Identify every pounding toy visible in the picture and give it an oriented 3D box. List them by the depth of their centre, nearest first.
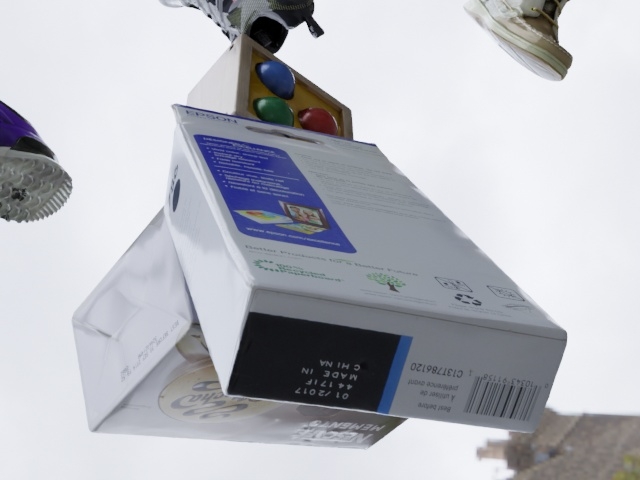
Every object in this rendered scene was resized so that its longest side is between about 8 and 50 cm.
[{"bbox_3d":[-0.020,-0.101,0.969,0.181,0.094,0.206,32,-148,-25],"label":"pounding toy"}]

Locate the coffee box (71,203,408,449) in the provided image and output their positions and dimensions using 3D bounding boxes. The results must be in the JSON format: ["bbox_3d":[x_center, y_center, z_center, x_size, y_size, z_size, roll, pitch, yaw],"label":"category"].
[{"bbox_3d":[-0.036,0.085,0.931,0.297,0.168,0.119,13,-133,-38],"label":"coffee box"}]

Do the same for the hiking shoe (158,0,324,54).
[{"bbox_3d":[-0.086,-0.224,1.027,0.086,0.227,0.114,-26,-72,-30],"label":"hiking shoe"}]

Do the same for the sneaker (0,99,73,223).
[{"bbox_3d":[-0.396,-0.119,1.100,0.293,0.102,0.146,28,-156,-49],"label":"sneaker"}]

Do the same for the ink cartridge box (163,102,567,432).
[{"bbox_3d":[0.000,0.000,0.650,0.165,0.333,0.065,9,-71,-17],"label":"ink cartridge box"}]

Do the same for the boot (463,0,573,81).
[{"bbox_3d":[0.257,-0.273,1.192,0.077,0.165,0.213,38,-167,-29],"label":"boot"}]
